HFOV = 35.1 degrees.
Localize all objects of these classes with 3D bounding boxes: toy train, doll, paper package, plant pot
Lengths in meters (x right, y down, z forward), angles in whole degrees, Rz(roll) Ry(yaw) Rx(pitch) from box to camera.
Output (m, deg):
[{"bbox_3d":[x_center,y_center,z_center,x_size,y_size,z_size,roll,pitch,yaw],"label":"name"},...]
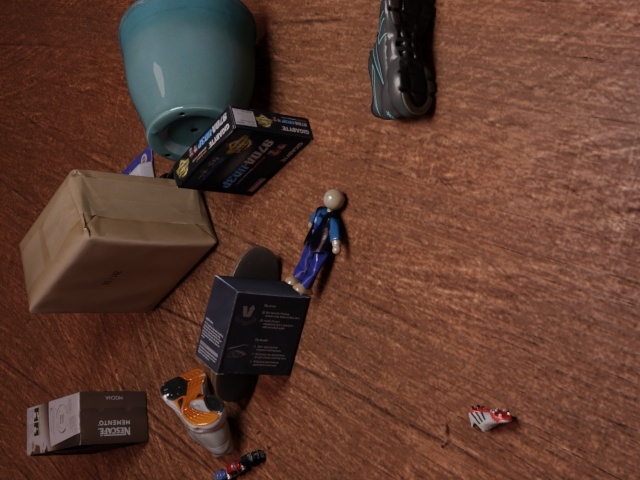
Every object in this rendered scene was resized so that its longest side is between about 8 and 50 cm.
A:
[{"bbox_3d":[-0.159,0.433,1.925,0.158,0.036,0.027,-41,54,42],"label":"toy train"},{"bbox_3d":[0.000,0.000,1.774,0.129,0.046,0.189,37,108,59],"label":"doll"},{"bbox_3d":[-0.431,0.012,2.123,0.325,0.309,0.168,-42,55,41],"label":"paper package"},{"bbox_3d":[-0.244,-0.299,1.936,0.272,0.272,0.255,-40,48,43],"label":"plant pot"}]

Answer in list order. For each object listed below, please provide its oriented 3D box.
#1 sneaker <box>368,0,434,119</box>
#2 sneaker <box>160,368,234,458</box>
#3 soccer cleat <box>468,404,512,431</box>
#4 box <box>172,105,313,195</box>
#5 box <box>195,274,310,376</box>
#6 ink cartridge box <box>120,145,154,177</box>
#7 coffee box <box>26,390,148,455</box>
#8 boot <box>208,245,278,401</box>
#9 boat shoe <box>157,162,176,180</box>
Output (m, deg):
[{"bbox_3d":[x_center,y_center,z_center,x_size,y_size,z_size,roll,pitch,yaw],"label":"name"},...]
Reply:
[{"bbox_3d":[0.116,-0.322,1.627,0.106,0.101,0.267,-9,77,55],"label":"sneaker"},{"bbox_3d":[-0.241,0.348,2.005,0.262,0.099,0.121,39,149,65],"label":"sneaker"},{"bbox_3d":[0.241,0.254,1.431,0.083,0.029,0.035,0,93,56],"label":"soccer cleat"},{"bbox_3d":[-0.148,-0.163,1.889,0.220,0.175,0.051,-38,58,43],"label":"box"},{"bbox_3d":[-0.122,0.154,1.821,0.093,0.156,0.158,30,108,52],"label":"box"},{"bbox_3d":[-0.454,-0.087,2.392,0.223,0.045,0.224,-35,57,45],"label":"ink cartridge box"},{"bbox_3d":[-0.538,0.423,2.323,0.297,0.168,0.119,-23,66,50],"label":"coffee box"},{"bbox_3d":[-0.162,0.144,1.928,0.115,0.112,0.305,40,119,60],"label":"boot"},{"bbox_3d":[-0.326,-0.117,2.208,0.183,0.066,0.066,-52,47,35],"label":"boat shoe"}]
